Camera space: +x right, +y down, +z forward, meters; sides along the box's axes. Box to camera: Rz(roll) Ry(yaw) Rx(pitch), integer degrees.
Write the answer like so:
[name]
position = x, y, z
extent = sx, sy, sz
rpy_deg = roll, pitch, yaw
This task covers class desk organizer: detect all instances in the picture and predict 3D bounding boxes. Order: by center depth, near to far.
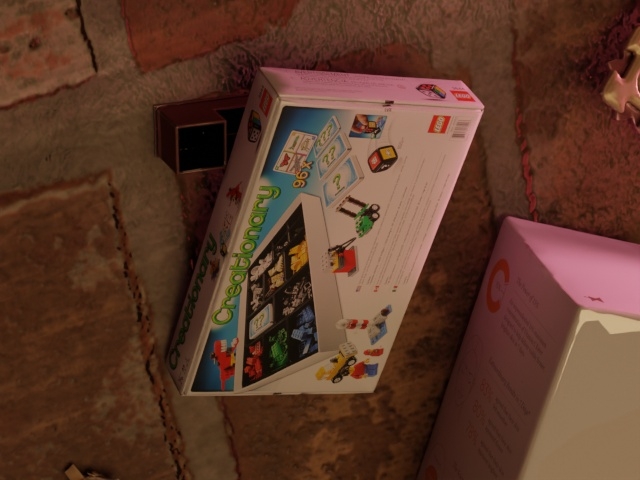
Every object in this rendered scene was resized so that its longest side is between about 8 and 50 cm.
[desk organizer]
position = -0.068, -0.091, 1.542
extent = 0.130, 0.050, 0.047
rpy_deg = -9, 116, -22

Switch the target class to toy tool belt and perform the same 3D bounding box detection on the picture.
[toy tool belt]
position = -0.210, 0.241, 1.629
extent = 0.051, 0.052, 0.083
rpy_deg = 20, 101, 1

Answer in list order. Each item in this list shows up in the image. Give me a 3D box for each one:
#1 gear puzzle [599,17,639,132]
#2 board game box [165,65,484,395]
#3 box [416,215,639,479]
[gear puzzle]
position = 0.404, -0.114, 1.719
extent = 0.339, 0.044, 0.175
rpy_deg = 33, 79, -22
[board game box]
position = 0.000, 0.000, 1.571
extent = 0.193, 0.053, 0.305
rpy_deg = 2, 125, -28
[box]
position = 0.218, 0.185, 1.685
extent = 0.168, 0.215, 0.345
rpy_deg = 11, 109, -17
